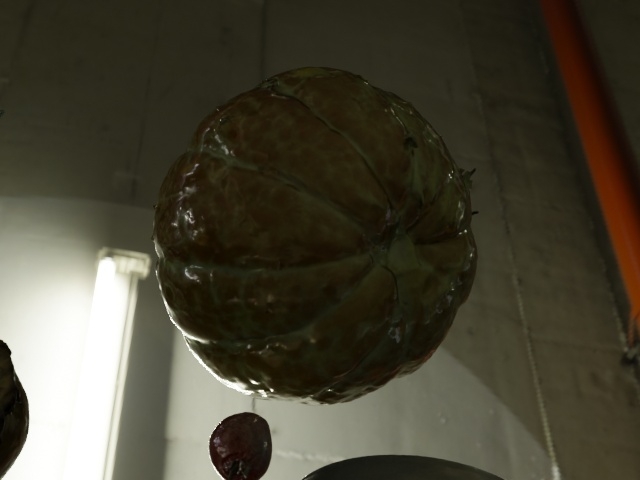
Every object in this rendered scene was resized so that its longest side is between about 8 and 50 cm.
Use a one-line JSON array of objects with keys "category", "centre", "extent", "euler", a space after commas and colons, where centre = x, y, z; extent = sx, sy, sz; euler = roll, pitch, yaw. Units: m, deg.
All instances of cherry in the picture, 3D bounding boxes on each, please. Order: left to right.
[{"category": "cherry", "centre": [-0.137, 0.331, 1.632], "extent": [0.090, 0.107, 0.225], "euler": [-1, -154, 27]}]

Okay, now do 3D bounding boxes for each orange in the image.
[{"category": "orange", "centre": [0.000, 0.000, 1.069], "extent": [0.329, 0.329, 0.249], "euler": [-23, -165, -37]}]

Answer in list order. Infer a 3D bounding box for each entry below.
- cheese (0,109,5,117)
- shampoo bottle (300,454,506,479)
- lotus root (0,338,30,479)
[{"category": "cheese", "centre": [-0.222, -0.065, 0.605], "extent": [0.120, 0.026, 0.067], "euler": [8, -135, 29]}, {"category": "shampoo bottle", "centre": [0.059, 0.320, 0.816], "extent": [0.273, 0.273, 0.266], "euler": [14, -127, -5]}, {"category": "lotus root", "centre": [-0.319, 0.132, 0.843], "extent": [0.169, 0.314, 0.141], "euler": [35, -118, -25]}]
